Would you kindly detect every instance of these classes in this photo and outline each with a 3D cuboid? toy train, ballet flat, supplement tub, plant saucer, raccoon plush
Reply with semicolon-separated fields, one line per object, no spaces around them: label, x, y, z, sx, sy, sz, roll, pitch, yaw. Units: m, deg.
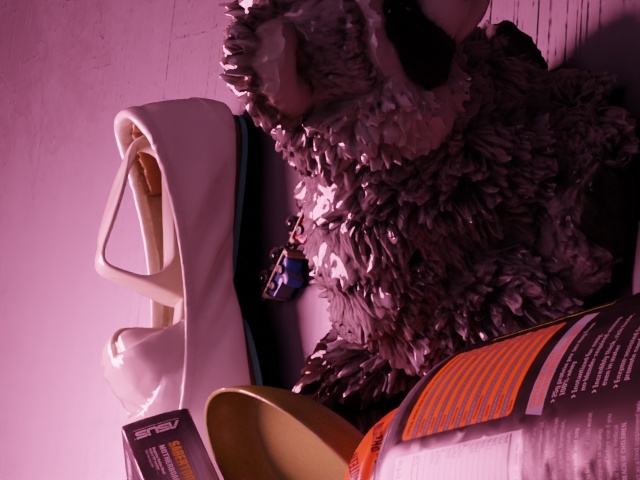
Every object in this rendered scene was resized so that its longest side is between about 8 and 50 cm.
toy train;-0.008;-0.014;1.269;0.036;0.027;0.158;42;113;41
ballet flat;-0.128;0.058;1.313;0.139;0.139;0.400;-31;55;45
supplement tub;0.165;0.133;0.791;0.338;0.207;0.207;-25;59;55
plant saucer;0.014;0.187;1.050;0.241;0.037;0.241;40;152;26
raccoon plush;0.000;0.000;0.999;0.446;0.299;0.216;-62;31;19

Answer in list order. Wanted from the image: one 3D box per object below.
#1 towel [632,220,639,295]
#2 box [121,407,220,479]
towel;0.254;0.046;0.887;0.197;0.029;0.144;-12;68;55
box;-0.092;0.270;1.165;0.183;0.056;0.231;-124;26;-47
